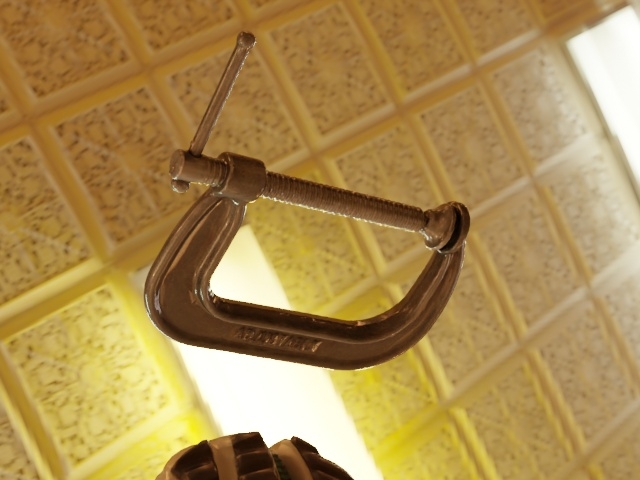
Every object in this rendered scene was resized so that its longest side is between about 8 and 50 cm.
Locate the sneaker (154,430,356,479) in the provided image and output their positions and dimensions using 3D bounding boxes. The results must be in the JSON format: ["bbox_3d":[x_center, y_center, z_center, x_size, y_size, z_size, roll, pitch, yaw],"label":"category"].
[{"bbox_3d":[-0.022,0.190,0.408,0.107,0.110,0.275,6,-112,-32],"label":"sneaker"}]

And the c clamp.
[{"bbox_3d":[0.000,0.000,0.603,0.160,0.137,0.022,18,-151,-35],"label":"c clamp"}]
